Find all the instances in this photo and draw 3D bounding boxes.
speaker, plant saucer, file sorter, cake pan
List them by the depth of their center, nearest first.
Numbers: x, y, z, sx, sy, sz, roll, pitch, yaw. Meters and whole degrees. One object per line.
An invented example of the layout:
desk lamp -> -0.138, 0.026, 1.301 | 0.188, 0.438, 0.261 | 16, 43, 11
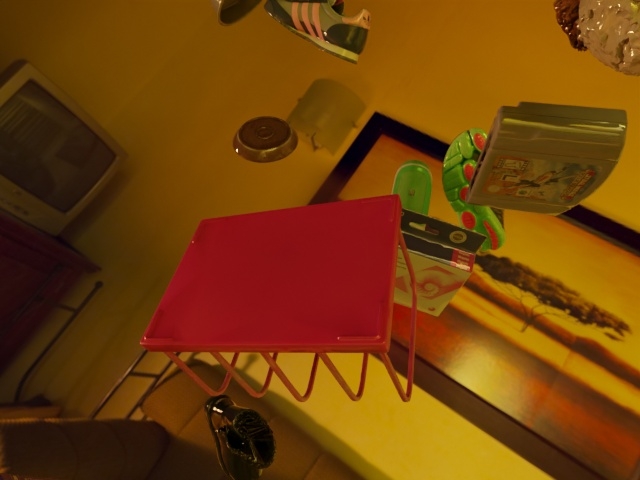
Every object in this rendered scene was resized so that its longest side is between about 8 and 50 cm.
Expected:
file sorter -> -0.028, 0.090, 0.567 | 0.290, 0.202, 0.182 | -6, -44, 22
plant saucer -> -0.139, -0.263, 1.091 | 0.168, 0.168, 0.029 | 30, -33, 21
cake pan -> -0.225, -0.789, 1.321 | 0.054, 0.293, 0.293 | 46, -16, -8
speaker -> 0.287, -0.118, 1.404 | 0.131, 0.297, 0.131 | 12, -32, 8

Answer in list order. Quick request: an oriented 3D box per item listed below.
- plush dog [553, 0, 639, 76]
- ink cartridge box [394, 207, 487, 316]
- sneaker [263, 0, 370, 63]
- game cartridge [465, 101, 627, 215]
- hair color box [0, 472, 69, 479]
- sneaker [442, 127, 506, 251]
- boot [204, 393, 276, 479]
plush dog -> 0.341, -0.253, 0.376 | 0.210, 0.226, 0.262 | 13, 26, -39
ink cartridge box -> 0.249, 0.065, 1.235 | 0.323, 0.072, 0.330 | 18, -41, 2
sneaker -> -0.005, -0.573, 1.100 | 0.319, 0.131, 0.112 | 37, 27, 19
game cartridge -> 0.374, -0.123, 0.742 | 0.197, 0.062, 0.297 | 13, -17, 14
hair color box -> -0.481, 0.542, 0.769 | 0.110, 0.185, 0.339 | 28, -18, 36
sneaker -> 0.537, -0.179, 1.506 | 0.185, 0.202, 0.483 | -4, -49, 24
boot -> -0.164, 0.467, 0.957 | 0.207, 0.094, 0.247 | -8, -75, 58
